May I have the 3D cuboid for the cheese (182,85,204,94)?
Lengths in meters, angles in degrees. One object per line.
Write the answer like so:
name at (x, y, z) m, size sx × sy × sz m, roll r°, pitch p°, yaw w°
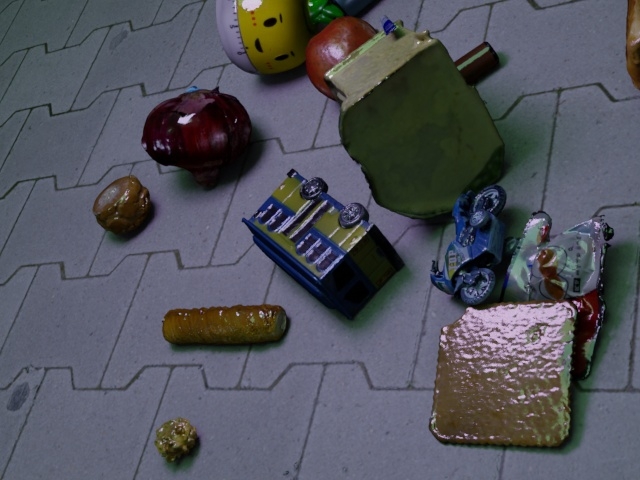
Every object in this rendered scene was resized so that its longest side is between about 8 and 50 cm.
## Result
cheese at (-0.307, -0.282, 2.357) m, size 0.106 × 0.037 × 0.256 m, roll -26°, pitch 51°, yaw 16°

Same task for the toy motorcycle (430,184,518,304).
toy motorcycle at (0.255, 0.011, 1.660) m, size 0.135 × 0.092 × 0.254 m, roll -24°, pitch 39°, yaw 43°

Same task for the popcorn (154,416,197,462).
popcorn at (-0.266, 0.365, 1.783) m, size 0.082 × 0.057 × 0.083 m, roll -3°, pitch 58°, yaw 36°

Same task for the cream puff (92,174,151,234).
cream puff at (-0.453, -0.077, 2.245) m, size 0.144 × 0.103 × 0.126 m, roll -35°, pitch 38°, yaw 7°

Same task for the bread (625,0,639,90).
bread at (0.629, -0.409, 1.699) m, size 0.195 × 0.149 × 0.344 m, roll 0°, pitch 55°, yaw 23°

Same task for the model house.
model house at (0.145, -0.224, 1.798) m, size 0.261 × 0.321 × 0.266 m, roll -37°, pitch 31°, yaw 2°

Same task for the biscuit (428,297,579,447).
biscuit at (0.282, 0.204, 1.512) m, size 0.237 × 0.013 × 0.232 m, roll -6°, pitch 65°, yaw 35°

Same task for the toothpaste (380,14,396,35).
toothpaste at (0.121, -0.387, 1.745) m, size 0.024 × 0.015 × 0.083 m, roll -37°, pitch 27°, yaw 14°

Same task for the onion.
onion at (-0.266, -0.226, 2.169) m, size 0.252 × 0.219 × 0.252 m, roll -9°, pitch 9°, yaw 1°

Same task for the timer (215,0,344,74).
timer at (-0.077, -0.517, 2.230) m, size 0.285 × 0.285 × 0.285 m, roll -20°, pitch 47°, yaw 22°

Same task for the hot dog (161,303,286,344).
hot dog at (-0.195, 0.161, 1.892) m, size 0.289 × 0.068 × 0.083 m, roll -6°, pitch 60°, yaw 31°

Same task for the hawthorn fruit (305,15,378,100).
hawthorn fruit at (0.067, -0.368, 2.061) m, size 0.179 × 0.179 × 0.200 m, roll -39°, pitch 55°, yaw 3°

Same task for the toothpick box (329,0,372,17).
toothpick box at (0.093, -0.611, 2.275) m, size 0.184 × 0.120 × 0.120 m, roll -46°, pitch 43°, yaw 1°

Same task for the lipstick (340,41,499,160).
lipstick at (0.200, -0.282, 1.972) m, size 0.356 × 0.057 × 0.057 m, roll -33°, pitch 43°, yaw 9°

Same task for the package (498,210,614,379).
package at (0.369, 0.080, 1.553) m, size 0.194 × 0.071 × 0.269 m, roll 2°, pitch 76°, yaw 49°

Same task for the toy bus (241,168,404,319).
toy bus at (0.000, 0.000, 1.828) m, size 0.175 × 0.138 × 0.287 m, roll -46°, pitch 43°, yaw -6°
